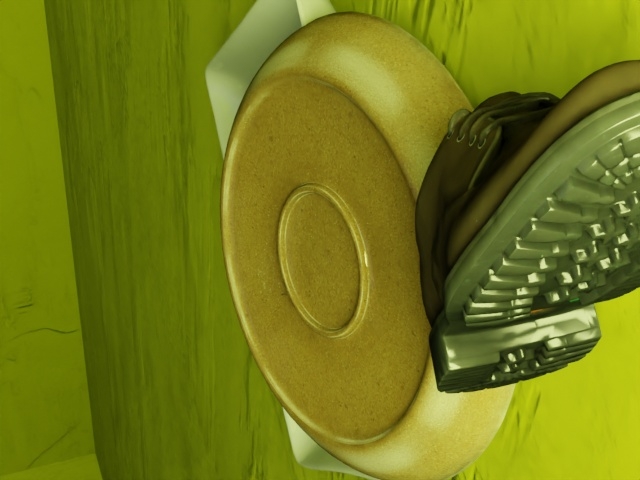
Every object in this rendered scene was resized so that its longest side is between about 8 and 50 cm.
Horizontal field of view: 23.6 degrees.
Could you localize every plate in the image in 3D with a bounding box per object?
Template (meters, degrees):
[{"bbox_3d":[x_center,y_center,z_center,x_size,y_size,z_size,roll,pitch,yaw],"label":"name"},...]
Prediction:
[{"bbox_3d":[0.000,0.000,0.911,0.278,0.045,0.277,155,103,-76],"label":"plate"}]

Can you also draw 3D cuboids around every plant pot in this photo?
[{"bbox_3d":[0.011,0.008,0.750,0.236,0.032,0.236,26,122,52],"label":"plant pot"}]

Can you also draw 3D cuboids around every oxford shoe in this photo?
[{"bbox_3d":[0.071,-0.017,0.538,0.227,0.083,0.096,119,141,-68],"label":"oxford shoe"}]
